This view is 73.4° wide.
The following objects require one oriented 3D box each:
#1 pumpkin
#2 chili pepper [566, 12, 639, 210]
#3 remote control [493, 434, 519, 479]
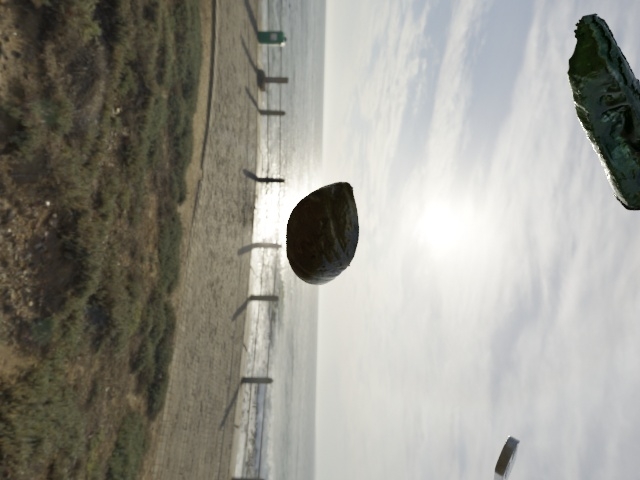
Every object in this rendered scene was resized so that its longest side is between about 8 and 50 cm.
[{"bbox_3d":[0.000,0.000,1.141,0.169,0.148,0.313,-147,-120,-61],"label":"pumpkin"},{"bbox_3d":[0.307,-0.133,0.434,0.227,0.088,0.059,44,-2,-28],"label":"chili pepper"},{"bbox_3d":[0.374,0.451,0.865,0.077,0.022,0.245,-51,143,-20],"label":"remote control"}]
